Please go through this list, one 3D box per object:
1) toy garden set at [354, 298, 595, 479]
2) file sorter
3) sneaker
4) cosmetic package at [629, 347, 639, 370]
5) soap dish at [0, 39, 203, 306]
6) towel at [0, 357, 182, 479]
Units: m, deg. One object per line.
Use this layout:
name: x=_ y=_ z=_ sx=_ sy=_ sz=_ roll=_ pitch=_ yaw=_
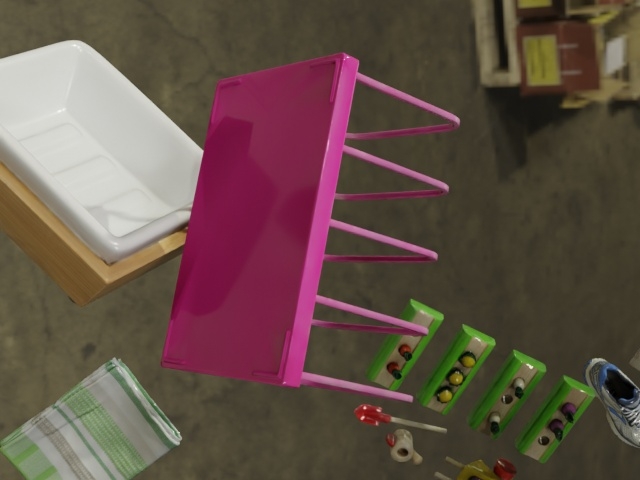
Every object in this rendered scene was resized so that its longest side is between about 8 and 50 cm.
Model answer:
toy garden set: x=0.161 y=0.208 z=1.289 sx=0.204 sy=0.244 sz=0.049 roll=-60 pitch=-170 yaw=24
file sorter: x=0.000 y=0.000 z=1.073 sx=0.182 sy=0.202 sz=0.291 roll=17 pitch=79 yaw=-37
sneaker: x=0.381 y=0.207 z=1.395 sx=0.052 sy=0.058 sz=0.135 roll=-39 pitch=90 yaw=-12
cosmetic package: x=0.481 y=0.138 z=1.105 sx=0.129 sy=0.296 sz=0.153 roll=-50 pitch=168 yaw=-23
soap dish: x=-0.255 y=-0.074 z=1.193 sx=0.229 sy=0.291 sz=0.118 roll=-32 pitch=160 yaw=-51
towel: x=-0.232 y=0.204 z=1.128 sx=0.113 sy=0.152 sz=0.023 roll=54 pitch=2 yaw=-9
